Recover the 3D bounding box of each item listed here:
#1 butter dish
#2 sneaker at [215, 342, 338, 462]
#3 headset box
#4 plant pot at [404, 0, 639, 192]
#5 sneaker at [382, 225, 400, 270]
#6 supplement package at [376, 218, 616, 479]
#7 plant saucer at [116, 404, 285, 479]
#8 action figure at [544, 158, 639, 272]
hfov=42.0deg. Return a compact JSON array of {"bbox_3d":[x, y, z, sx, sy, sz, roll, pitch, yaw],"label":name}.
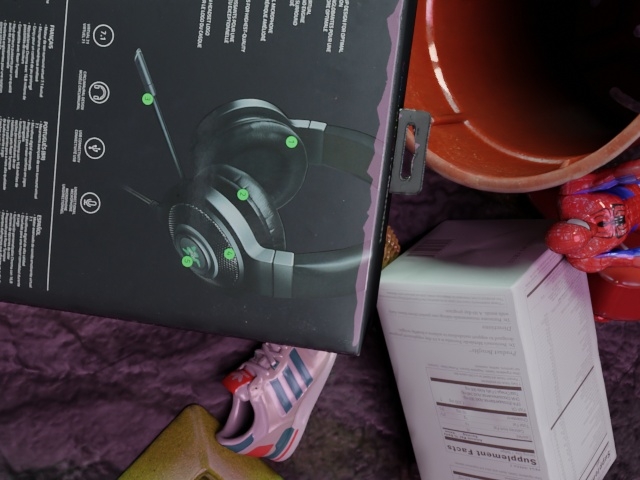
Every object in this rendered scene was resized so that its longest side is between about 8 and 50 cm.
[{"bbox_3d":[0.283,0.027,0.801,0.160,0.160,0.118,-3,126,-22],"label":"butter dish"},{"bbox_3d":[-0.039,0.112,0.709,0.075,0.057,0.161,15,98,-35],"label":"sneaker"},{"bbox_3d":[-0.072,-0.074,0.544,0.283,0.131,0.246,7,99,7],"label":"headset box"},{"bbox_3d":[0.215,-0.178,0.637,0.265,0.272,0.272,-7,106,-44],"label":"plant pot"},{"bbox_3d":[0.000,0.000,0.706,0.185,0.084,0.069,42,59,-49],"label":"sneaker"},{"bbox_3d":[0.158,0.118,0.733,0.139,0.134,0.244,-34,116,-45],"label":"supplement package"},{"bbox_3d":[-0.108,0.270,0.724,0.188,0.045,0.188,-46,115,-8],"label":"plant saucer"},{"bbox_3d":[0.294,-0.036,0.675,0.280,0.139,0.091,-19,101,-38],"label":"action figure"}]
